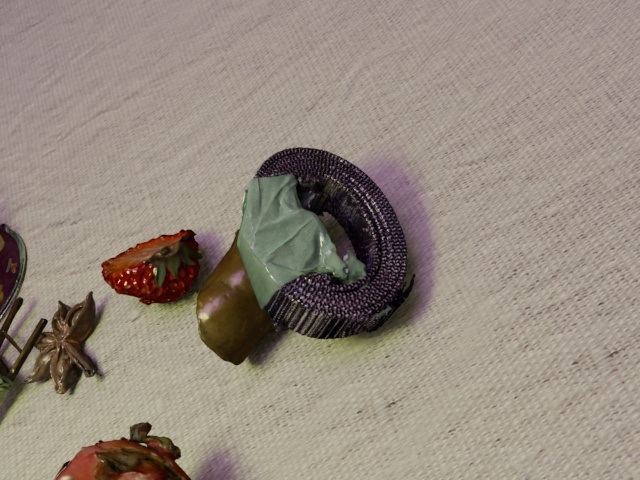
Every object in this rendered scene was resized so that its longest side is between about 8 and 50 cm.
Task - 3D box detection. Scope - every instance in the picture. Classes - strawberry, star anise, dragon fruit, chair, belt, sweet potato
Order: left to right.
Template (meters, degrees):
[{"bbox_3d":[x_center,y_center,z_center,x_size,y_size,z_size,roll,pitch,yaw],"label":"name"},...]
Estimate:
[{"bbox_3d":[-0.677,0.256,1.721,0.186,0.160,0.319,24,86,48],"label":"chair"},{"bbox_3d":[-0.495,0.205,1.726,0.171,0.063,0.208,-25,53,20],"label":"star anise"},{"bbox_3d":[-0.240,0.464,1.258,0.262,0.296,0.314,19,105,28],"label":"dragon fruit"},{"bbox_3d":[-0.315,0.065,1.687,0.190,0.111,0.236,-35,17,-32],"label":"strawberry"},{"bbox_3d":[-0.096,0.040,1.540,0.157,0.158,0.370,16,64,37],"label":"sweet potato"},{"bbox_3d":[0.000,0.000,1.441,0.260,0.122,0.325,-14,67,-24],"label":"belt"}]

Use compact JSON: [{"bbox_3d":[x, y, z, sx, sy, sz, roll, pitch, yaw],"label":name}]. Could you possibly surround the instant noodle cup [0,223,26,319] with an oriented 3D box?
[{"bbox_3d":[-0.845,0.046,1.902,0.339,0.266,0.340,-16,52,22],"label":"instant noodle cup"}]
